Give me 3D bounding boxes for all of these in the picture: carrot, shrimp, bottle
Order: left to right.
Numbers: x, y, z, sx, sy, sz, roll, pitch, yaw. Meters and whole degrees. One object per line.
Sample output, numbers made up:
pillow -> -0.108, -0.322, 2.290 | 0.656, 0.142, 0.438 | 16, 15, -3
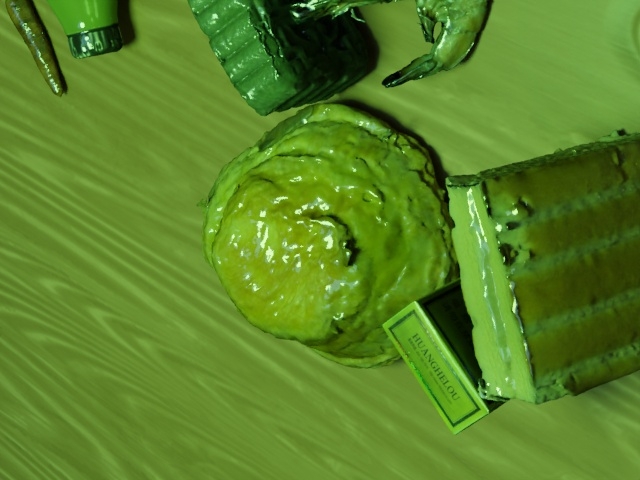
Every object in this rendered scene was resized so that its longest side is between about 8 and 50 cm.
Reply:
carrot -> -0.398, -0.277, 2.050 | 0.036, 0.036, 0.165 | -29, 88, 41
bottle -> -0.322, -0.369, 1.903 | 0.112, 0.112, 0.260 | -7, 100, 40
shrimp -> 0.080, -0.244, 1.606 | 0.217, 0.051, 0.150 | -11, 112, 7

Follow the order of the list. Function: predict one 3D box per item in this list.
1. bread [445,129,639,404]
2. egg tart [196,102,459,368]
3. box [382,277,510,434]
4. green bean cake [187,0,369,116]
bread -> 0.257, 0.023, 1.475 | 0.111, 0.246, 0.239 | -2, 105, 65
egg tart -> 0.000, 0.000, 1.744 | 0.351, 0.153, 0.339 | 43, 124, 19
box -> 0.181, 0.106, 1.583 | 0.064, 0.220, 0.141 | -42, 79, 39
green bean cake -> -0.046, -0.245, 1.672 | 0.094, 0.185, 0.183 | -30, 84, 40
